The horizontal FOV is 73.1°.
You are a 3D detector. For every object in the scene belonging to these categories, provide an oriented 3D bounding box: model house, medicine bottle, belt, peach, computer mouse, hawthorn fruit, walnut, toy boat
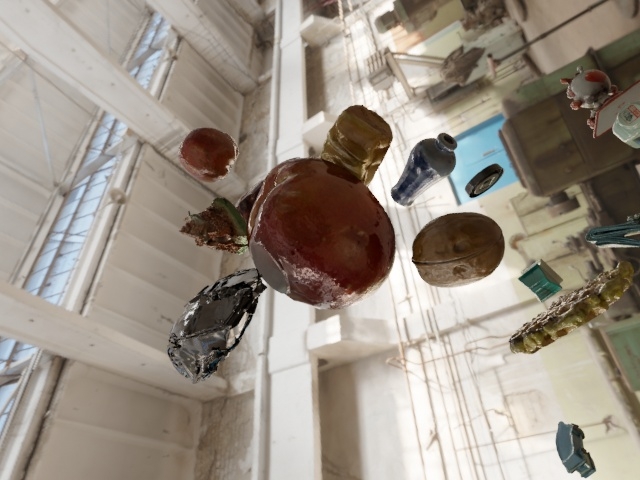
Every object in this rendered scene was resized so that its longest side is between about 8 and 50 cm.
[{"bbox_3d":[0.838,0.158,1.646,0.127,0.100,0.149,48,-148,13],"label":"model house"},{"bbox_3d":[0.893,-0.329,1.204,0.229,0.121,0.083,-2,-128,-44],"label":"medicine bottle"},{"bbox_3d":[0.794,-0.027,1.124,0.065,0.179,0.100,7,-98,-41],"label":"belt"},{"bbox_3d":[-0.018,-0.001,1.092,0.406,0.335,0.310,51,-126,-10],"label":"peach"},{"bbox_3d":[-0.159,0.116,0.613,0.078,0.242,0.146,32,-140,-19],"label":"computer mouse"},{"bbox_3d":[-0.359,-0.275,1.375,0.189,0.189,0.189,46,-150,-36],"label":"hawthorn fruit"},{"bbox_3d":[-0.243,-0.149,1.881,0.222,0.269,0.244,33,176,-8],"label":"walnut"},{"bbox_3d":[0.875,0.711,1.482,0.098,0.109,0.238,38,-157,10],"label":"toy boat"},{"bbox_3d":[0.304,0.020,0.966,0.167,0.207,0.167,-18,-90,-73],"label":"walnut"}]

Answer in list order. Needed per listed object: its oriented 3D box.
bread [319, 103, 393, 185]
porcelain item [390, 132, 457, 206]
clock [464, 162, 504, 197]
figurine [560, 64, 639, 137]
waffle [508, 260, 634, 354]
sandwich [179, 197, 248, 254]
[{"bbox_3d":[0.089,-0.227,1.224,0.132,0.294,0.167,-32,-110,-34],"label":"bread"},{"bbox_3d":[0.316,-0.214,1.323,0.141,0.259,0.141,14,-130,-17],"label":"porcelain item"},{"bbox_3d":[0.710,-0.260,1.874,0.040,0.184,0.184,57,-161,24],"label":"clock"},{"bbox_3d":[0.934,-0.507,1.482,0.226,0.183,0.160,58,-172,35],"label":"figurine"},{"bbox_3d":[0.555,0.161,0.970,0.282,0.300,0.058,-17,-116,-46],"label":"waffle"},{"bbox_3d":[-0.312,-0.033,1.317,0.185,0.109,0.160,44,-145,9],"label":"sandwich"}]
